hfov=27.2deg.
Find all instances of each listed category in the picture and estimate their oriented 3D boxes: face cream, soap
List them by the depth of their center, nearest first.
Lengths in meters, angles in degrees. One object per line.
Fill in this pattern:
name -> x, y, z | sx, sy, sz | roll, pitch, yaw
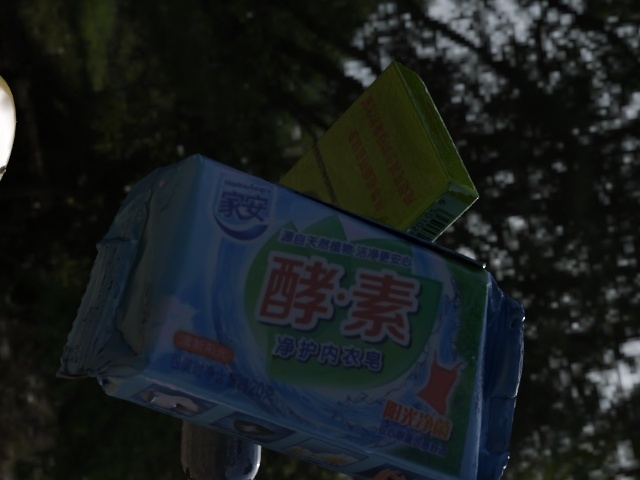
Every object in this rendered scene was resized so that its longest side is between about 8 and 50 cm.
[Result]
soap -> -0.003, 0.058, 0.826 | 0.077, 0.293, 0.156 | -29, -134, 56
face cream -> -0.086, 0.110, 1.183 | 0.073, 0.073, 0.283 | 174, -83, -82

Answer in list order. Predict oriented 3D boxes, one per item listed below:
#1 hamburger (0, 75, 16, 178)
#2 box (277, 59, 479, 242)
hamburger -> -0.432, -0.088, 1.296 | 0.294, 0.179, 0.276 | -59, 170, -46
box -> 0.000, 0.000, 1.298 | 0.335, 0.047, 0.187 | -45, -139, 24
